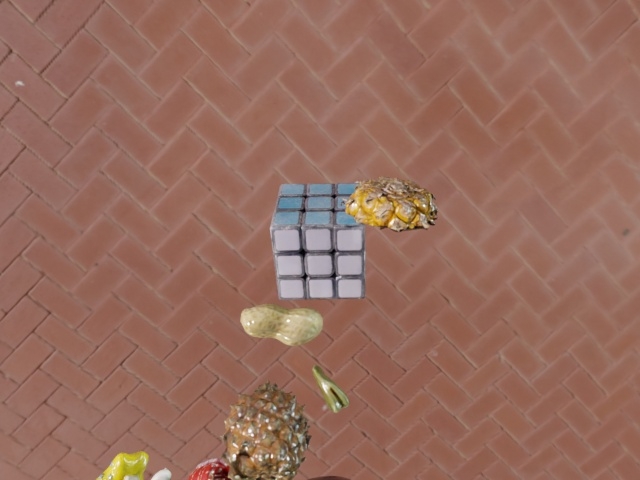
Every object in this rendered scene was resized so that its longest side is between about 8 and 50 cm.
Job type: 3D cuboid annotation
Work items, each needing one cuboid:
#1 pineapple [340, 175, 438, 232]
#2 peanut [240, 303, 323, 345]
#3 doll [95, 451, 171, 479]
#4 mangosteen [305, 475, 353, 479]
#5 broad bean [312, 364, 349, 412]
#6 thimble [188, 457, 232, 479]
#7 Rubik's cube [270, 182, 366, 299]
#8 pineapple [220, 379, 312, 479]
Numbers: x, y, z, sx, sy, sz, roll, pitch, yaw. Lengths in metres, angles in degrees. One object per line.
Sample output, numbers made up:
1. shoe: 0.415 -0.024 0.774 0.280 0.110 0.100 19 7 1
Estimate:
1. pineapple: 0.150 -0.085 1.035 0.224 0.225 0.076 1 112 -6
2. peanut: -0.116 0.258 1.494 0.256 0.123 0.124 7 105 -14
3. doll: -0.295 0.397 0.748 0.071 0.113 0.135 47 61 -49
4. mangosteen: 0.034 0.665 1.046 0.300 0.300 0.300 -1 106 -5
5. broad bean: 0.023 0.550 1.832 0.072 0.206 0.153 -30 132 -20
6. thimble: -0.349 0.844 1.644 0.125 0.163 0.190 -31 100 29
7. Rubik's cube: 0.000 0.000 1.670 0.300 0.305 0.304 -1 122 1
8. pineapple: -0.099 0.346 0.903 0.166 0.193 0.166 -4 136 -4
